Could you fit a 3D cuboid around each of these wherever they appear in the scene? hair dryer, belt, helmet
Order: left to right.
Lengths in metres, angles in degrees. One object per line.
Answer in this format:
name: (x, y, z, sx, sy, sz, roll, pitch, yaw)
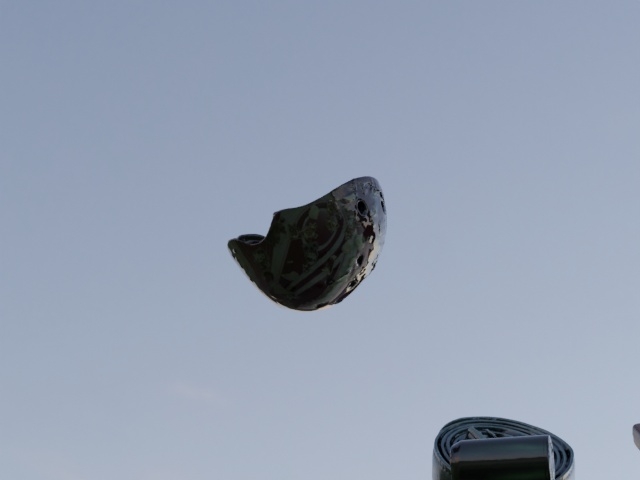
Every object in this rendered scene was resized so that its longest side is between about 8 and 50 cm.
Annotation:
helmet: (0.001, 0.017, 1.444, 0.177, 0.107, 0.153, -29, -14, 31)
belt: (0.285, 0.367, 2.184, 0.267, 0.206, 0.116, 19, -59, 43)
hair dryer: (0.198, 0.237, 1.389, 0.100, 0.057, 0.197, -5, -15, 16)

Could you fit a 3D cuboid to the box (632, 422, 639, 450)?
box: (0.334, 0.200, 1.280, 0.048, 0.115, 0.025, -6, -77, -5)
